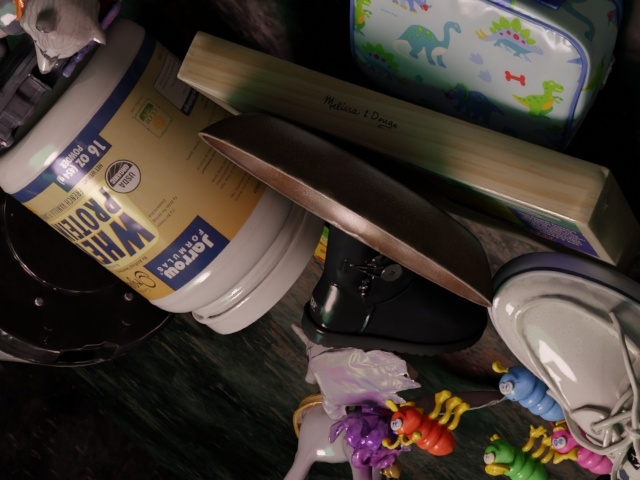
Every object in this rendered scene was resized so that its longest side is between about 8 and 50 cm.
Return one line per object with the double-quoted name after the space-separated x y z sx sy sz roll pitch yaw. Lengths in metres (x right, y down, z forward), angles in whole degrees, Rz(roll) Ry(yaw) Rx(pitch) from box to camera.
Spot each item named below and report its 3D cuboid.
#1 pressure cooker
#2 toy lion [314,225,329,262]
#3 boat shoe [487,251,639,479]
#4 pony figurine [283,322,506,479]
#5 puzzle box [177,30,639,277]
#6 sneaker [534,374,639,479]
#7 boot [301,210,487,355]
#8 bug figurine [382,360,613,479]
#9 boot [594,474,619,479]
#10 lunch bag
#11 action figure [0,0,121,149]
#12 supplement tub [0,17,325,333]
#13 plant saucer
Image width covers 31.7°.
-0.385 -0.020 1.487 0.420 0.376 0.369 -9 95 60 "pressure cooker"
0.000 0.000 1.481 0.100 0.034 0.096 42 162 -14 "toy lion"
0.297 0.165 1.032 0.367 0.156 0.136 42 119 -9 "boat shoe"
0.055 0.257 1.518 0.351 0.363 0.303 -3 160 46 "pony figurine"
0.096 -0.077 1.074 0.409 0.052 0.272 22 178 24 "puzzle box"
0.393 0.253 1.341 0.350 0.131 0.148 44 156 0 "sneaker"
0.110 0.031 1.298 0.247 0.094 0.207 2 131 -20 "boot"
0.208 0.208 1.234 0.216 0.072 0.279 29 147 -20 "bug figurine"
0.437 0.362 1.363 0.229 0.263 0.091 29 128 25 "boot"
0.134 -0.176 0.936 0.219 0.090 0.176 27 155 17 "lunch bag"
-0.337 -0.232 1.118 0.330 0.341 0.178 26 172 39 "action figure"
-0.171 -0.063 1.240 0.316 0.228 0.228 40 155 -22 "supplement tub"
0.032 -0.036 1.034 0.311 0.050 0.310 30 179 1 "plant saucer"
